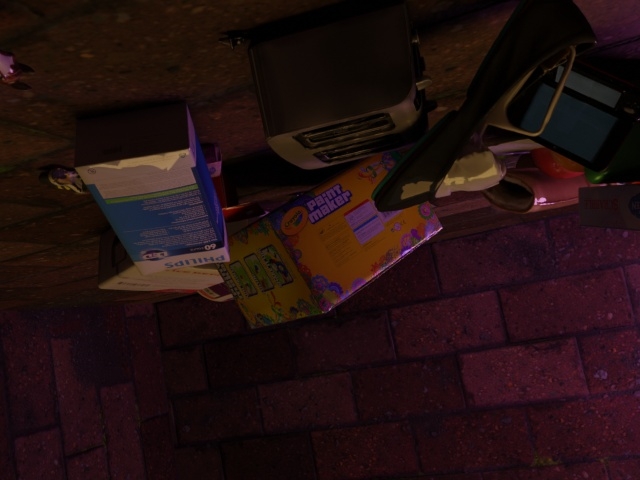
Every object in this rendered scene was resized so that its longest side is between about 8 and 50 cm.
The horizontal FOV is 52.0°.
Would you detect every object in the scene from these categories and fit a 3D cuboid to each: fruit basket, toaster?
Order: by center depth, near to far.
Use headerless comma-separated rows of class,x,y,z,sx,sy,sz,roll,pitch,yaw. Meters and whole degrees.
toaster,0.020,-0.153,0.672,0.186,0.110,0.168,-12,172,12
fruit basket,0.437,-0.176,1.068,0.327,0.165,0.353,-5,-174,-32

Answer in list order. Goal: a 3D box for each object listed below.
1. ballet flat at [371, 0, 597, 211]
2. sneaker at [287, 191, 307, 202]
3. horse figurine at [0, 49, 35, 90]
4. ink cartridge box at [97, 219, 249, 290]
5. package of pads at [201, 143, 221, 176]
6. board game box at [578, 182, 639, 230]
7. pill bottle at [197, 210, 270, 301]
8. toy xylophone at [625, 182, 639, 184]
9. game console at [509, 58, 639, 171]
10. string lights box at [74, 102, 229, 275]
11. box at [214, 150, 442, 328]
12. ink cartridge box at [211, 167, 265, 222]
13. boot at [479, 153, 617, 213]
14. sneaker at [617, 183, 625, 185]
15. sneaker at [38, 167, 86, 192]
ballet flat,0.166,-0.117,0.662,0.280,0.096,0.095,-53,167,19
sneaker,-0.007,-0.079,1.415,0.135,0.052,0.058,-8,176,-15
horse figurine,-0.362,-0.138,0.443,0.263,0.066,0.174,-13,166,2
ink cartridge box,-0.311,0.025,1.370,0.226,0.131,0.306,8,163,-33
package of pads,-0.174,-0.116,0.978,0.050,0.032,0.083,-10,173,-11
board game box,0.565,-0.052,0.875,0.318,0.065,0.318,-3,-176,-1
pill bottle,-0.178,0.035,1.538,0.182,0.181,0.323,-5,171,-35
toy xylophone,0.799,-0.164,1.345,0.236,0.081,0.322,-4,150,-21
game console,0.319,-0.163,0.830,0.144,0.085,0.124,31,-176,17
string lights box,-0.208,-0.054,0.859,0.133,0.076,0.259,-9,149,-2
box,0.000,0.000,1.166,0.290,0.177,0.279,-33,-175,-32
ink cartridge box,-0.218,-0.066,1.113,0.231,0.078,0.134,-10,174,1
boot,0.398,-0.120,1.255,0.270,0.089,0.236,-7,-160,-34
sneaker,0.675,-0.176,1.481,0.226,0.086,0.163,-5,169,-22
sneaker,-0.371,-0.089,0.950,0.035,0.031,0.083,2,172,17
